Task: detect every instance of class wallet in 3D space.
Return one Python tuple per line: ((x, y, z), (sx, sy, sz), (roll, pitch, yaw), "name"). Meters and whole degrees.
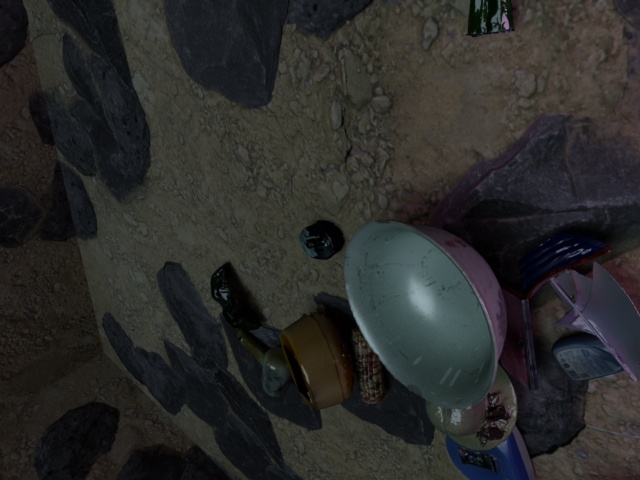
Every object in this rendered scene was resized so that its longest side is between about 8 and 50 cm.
((0.427, 0.207, 1.108), (0.119, 0.025, 0.233), (-129, 23, -68), "wallet")

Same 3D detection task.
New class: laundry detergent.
((0.569, 0.218, 0.986), (0.206, 0.061, 0.097), (-34, 82, 49), "laundry detergent")

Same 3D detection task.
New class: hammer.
((-0.223, 0.430, 1.886), (0.305, 0.113, 0.202), (38, 134, 33), "hammer")

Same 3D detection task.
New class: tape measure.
((0.416, 0.486, 1.288), (0.215, 0.097, 0.352), (-8, 106, 46), "tape measure")

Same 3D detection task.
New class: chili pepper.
((0.284, -0.463, 0.834), (0.088, 0.059, 0.227), (18, 125, 42), "chili pepper")
((-0.326, 0.230, 1.831), (0.265, 0.116, 0.148), (55, 143, 3), "chili pepper")

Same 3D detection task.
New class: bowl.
((0.259, 0.126, 1.106), (0.434, 0.195, 0.435), (36, 138, 40), "bowl")

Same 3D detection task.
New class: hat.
((0.328, 0.395, 1.216), (0.257, 0.130, 0.258), (3, 95, 48), "hat")

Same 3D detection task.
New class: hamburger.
((-0.002, 0.356, 1.515), (0.300, 0.176, 0.301), (161, 90, -74), "hamburger")

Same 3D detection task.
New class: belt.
((0.000, 0.000, 1.407), (0.139, 0.058, 0.105), (-5, 108, 47), "belt")

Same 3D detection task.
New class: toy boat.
((0.504, 0.109, 0.923), (0.318, 0.071, 0.219), (45, 145, 38), "toy boat")

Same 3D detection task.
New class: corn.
((0.141, 0.371, 1.491), (0.086, 0.086, 0.254), (6, 116, 42), "corn")
